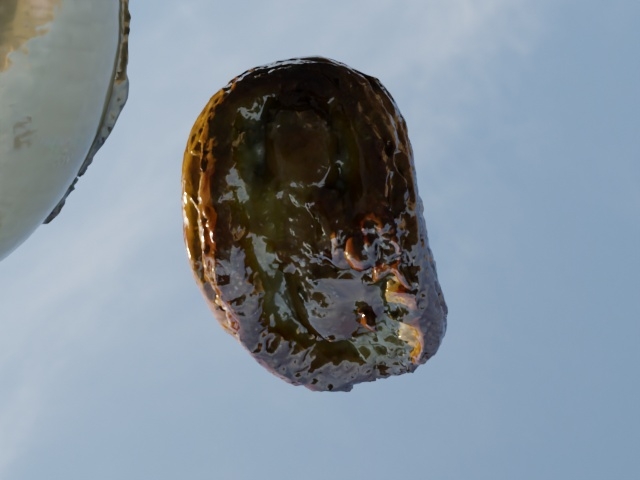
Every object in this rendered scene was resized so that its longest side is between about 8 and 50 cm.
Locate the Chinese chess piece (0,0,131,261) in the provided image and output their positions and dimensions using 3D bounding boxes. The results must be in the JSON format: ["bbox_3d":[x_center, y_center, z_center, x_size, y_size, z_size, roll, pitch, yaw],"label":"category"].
[{"bbox_3d":[-0.270,-0.126,0.994,0.338,0.140,0.338,0,-91,27],"label":"Chinese chess piece"}]

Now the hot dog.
[{"bbox_3d":[-0.001,-0.001,0.716,0.099,0.147,0.065,-5,-156,13],"label":"hot dog"}]
